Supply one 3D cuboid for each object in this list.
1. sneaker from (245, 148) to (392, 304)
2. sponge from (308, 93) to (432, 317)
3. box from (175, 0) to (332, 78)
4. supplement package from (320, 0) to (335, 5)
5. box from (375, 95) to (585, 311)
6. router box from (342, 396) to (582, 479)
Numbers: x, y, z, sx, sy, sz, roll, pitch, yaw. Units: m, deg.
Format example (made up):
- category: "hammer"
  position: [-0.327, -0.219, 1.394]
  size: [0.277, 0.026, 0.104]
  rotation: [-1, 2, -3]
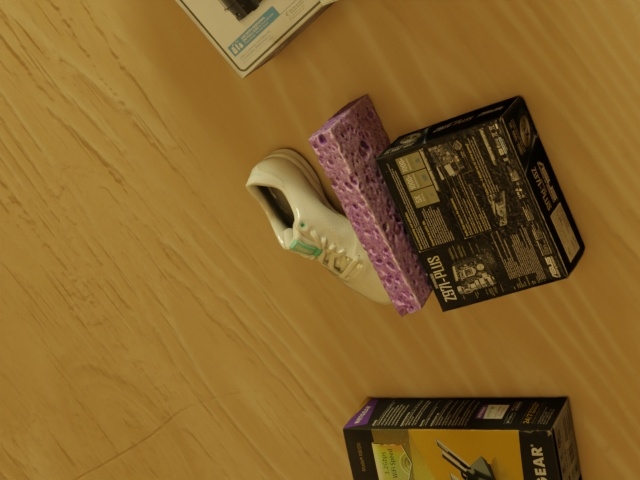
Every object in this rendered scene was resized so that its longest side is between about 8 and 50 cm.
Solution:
- category: "sneaker"
  position: [0.000, 0.000, 1.644]
  size: [0.212, 0.094, 0.080]
  rotation: [43, 121, 0]
- category: "sponge"
  position: [0.064, -0.037, 1.585]
  size: [0.031, 0.117, 0.210]
  rotation: [-22, 103, 28]
- category: "box"
  position: [-0.105, -0.329, 1.547]
  size: [0.169, 0.087, 0.290]
  rotation: [-37, 94, 32]
- category: "supplement package"
  position: [0.056, -0.353, 1.401]
  size: [0.149, 0.194, 0.203]
  rotation: [-17, 104, 30]
- category: "box"
  position: [0.164, -0.036, 1.564]
  size: [0.147, 0.077, 0.180]
  rotation: [-18, 104, 29]
- category: "router box"
  position: [0.175, 0.327, 1.720]
  size: [0.243, 0.081, 0.309]
  rotation: [-3, 111, 25]
